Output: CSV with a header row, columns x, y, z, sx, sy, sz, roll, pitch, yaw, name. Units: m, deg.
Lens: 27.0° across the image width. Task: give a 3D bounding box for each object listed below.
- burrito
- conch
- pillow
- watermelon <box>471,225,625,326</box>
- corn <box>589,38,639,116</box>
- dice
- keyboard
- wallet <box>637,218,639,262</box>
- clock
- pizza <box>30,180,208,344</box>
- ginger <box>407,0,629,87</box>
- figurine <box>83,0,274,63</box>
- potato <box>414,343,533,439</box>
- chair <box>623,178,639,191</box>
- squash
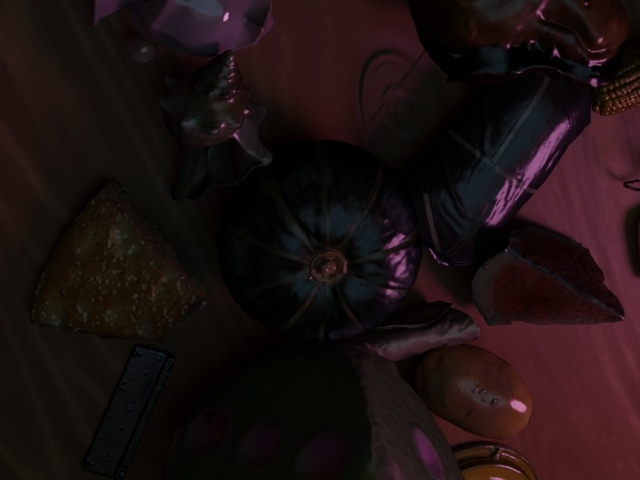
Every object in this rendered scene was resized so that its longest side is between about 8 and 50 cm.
x,y,z,sx,sy,sz,roll,pitch,yaw,name
0.093,0.131,1.781,0.226,0.087,0.060,-15,111,-7,burrito
-0.114,-0.138,1.555,0.137,0.114,0.234,13,150,16,conch
0.227,-0.119,1.702,0.161,0.092,0.335,35,98,-24,pillow
0.302,0.033,1.748,0.202,0.136,0.207,3,160,21,watermelon
0.448,-0.238,1.732,0.238,0.080,0.080,-29,119,-1,corn
-0.001,0.344,1.674,0.330,0.322,0.318,-30,128,14,dice
-0.251,0.226,1.743,0.060,0.018,0.195,21,106,-18,keyboard
0.533,-0.009,1.891,0.183,0.032,0.124,-20,119,-7,wallet
0.228,0.410,1.966,0.237,0.057,0.237,-8,117,-16,clock
-0.252,0.055,1.637,0.188,0.080,0.204,43,106,-6,pizza
0.229,-0.304,1.552,0.269,0.200,0.223,-4,117,-6,ginger
-0.185,-0.284,1.465,0.276,0.133,0.200,11,113,-22,figurine
0.213,0.206,1.839,0.178,0.118,0.109,28,67,-14,potato
0.538,-0.158,1.712,0.159,0.325,0.170,-4,86,-28,chair
0.000,0.000,1.624,0.252,0.165,0.252,-2,111,-6,squash
